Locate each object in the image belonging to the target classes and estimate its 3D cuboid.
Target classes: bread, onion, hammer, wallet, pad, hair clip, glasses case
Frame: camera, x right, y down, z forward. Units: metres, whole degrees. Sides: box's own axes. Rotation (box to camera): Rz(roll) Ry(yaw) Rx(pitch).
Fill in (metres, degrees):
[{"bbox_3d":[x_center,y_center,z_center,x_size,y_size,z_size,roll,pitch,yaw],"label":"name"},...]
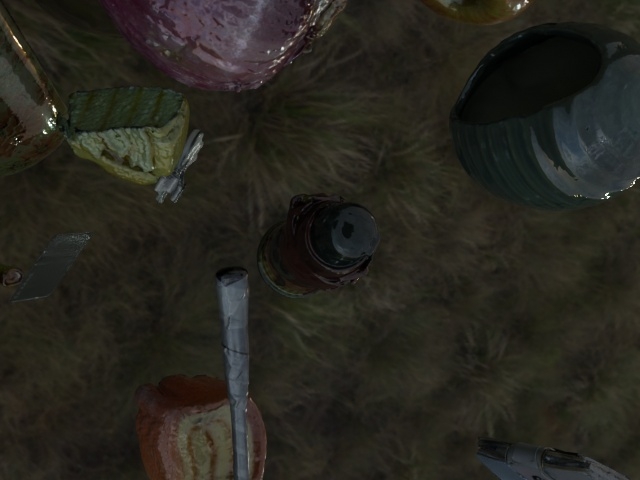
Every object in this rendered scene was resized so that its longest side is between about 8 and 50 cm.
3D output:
[{"bbox_3d":[-0.187,0.340,1.478,0.190,0.123,0.244,-11,101,-23],"label":"bread"},{"bbox_3d":[-0.127,-0.298,0.848,0.349,0.159,0.267,34,102,-12],"label":"onion"},{"bbox_3d":[-0.103,0.230,1.252,0.152,0.044,0.427,-3,112,-12],"label":"hammer"},{"bbox_3d":[0.373,0.367,1.478,0.170,0.231,0.069,38,62,-31],"label":"wallet"},{"bbox_3d":[-0.236,-0.126,1.137,0.110,0.156,0.103,80,18,-49],"label":"bread"},{"bbox_3d":[-0.468,0.046,1.601,0.157,0.003,0.112,-51,164,17],"label":"pad"},{"bbox_3d":[-0.278,-0.153,1.874,0.140,0.054,0.220,-58,-172,35],"label":"hair clip"},{"bbox_3d":[-0.425,-0.204,1.116,0.156,0.098,0.425,-34,161,-10],"label":"glasses case"}]

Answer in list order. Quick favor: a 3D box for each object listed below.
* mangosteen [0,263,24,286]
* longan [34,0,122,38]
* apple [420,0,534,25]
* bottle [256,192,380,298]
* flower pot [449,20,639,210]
[{"bbox_3d":[-0.547,0.040,1.320,0.230,0.194,0.194,-5,113,-16],"label":"mangosteen"},{"bbox_3d":[-0.256,-0.464,1.201,0.391,0.391,0.391,-22,122,-40],"label":"longan"},{"bbox_3d":[0.261,-0.495,1.492,0.264,0.264,0.264,-22,122,-40],"label":"apple"},{"bbox_3d":[0.000,0.000,1.398,0.156,0.271,0.143,37,68,-10],"label":"bottle"},{"bbox_3d":[0.240,-0.123,0.931,0.157,0.243,0.189,34,78,-30],"label":"flower pot"}]
